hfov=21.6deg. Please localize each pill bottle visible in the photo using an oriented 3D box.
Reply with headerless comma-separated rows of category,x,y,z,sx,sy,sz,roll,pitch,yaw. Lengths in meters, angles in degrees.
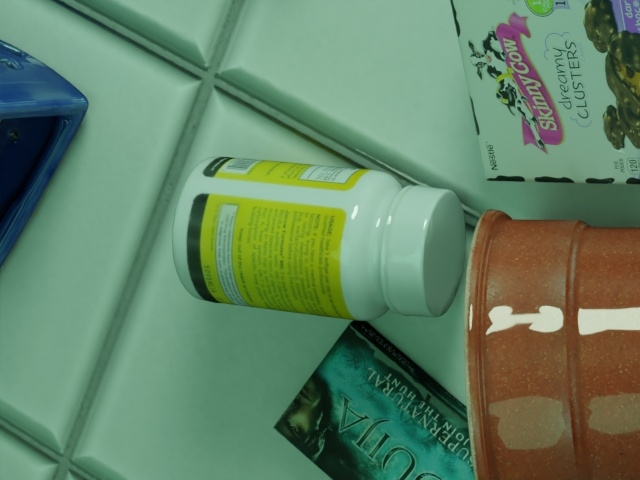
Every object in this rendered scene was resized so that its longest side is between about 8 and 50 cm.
pill bottle,0.000,0.000,1.315,0.208,0.119,0.119,7,106,24

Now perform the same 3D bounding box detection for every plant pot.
plant pot,0.259,0.101,1.160,0.265,0.272,0.272,-5,101,17
plant pot,-0.377,-0.084,1.410,0.212,0.236,0.236,42,116,17

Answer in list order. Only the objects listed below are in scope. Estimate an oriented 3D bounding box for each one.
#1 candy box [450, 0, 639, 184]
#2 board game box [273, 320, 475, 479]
candy box,0.199,-0.126,1.182,0.196,0.070,0.165,3,117,37
board game box,0.065,0.169,1.382,0.186,0.026,0.126,40,115,10
